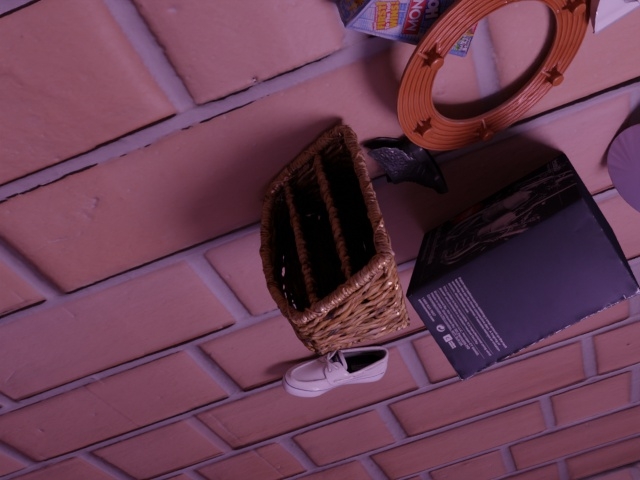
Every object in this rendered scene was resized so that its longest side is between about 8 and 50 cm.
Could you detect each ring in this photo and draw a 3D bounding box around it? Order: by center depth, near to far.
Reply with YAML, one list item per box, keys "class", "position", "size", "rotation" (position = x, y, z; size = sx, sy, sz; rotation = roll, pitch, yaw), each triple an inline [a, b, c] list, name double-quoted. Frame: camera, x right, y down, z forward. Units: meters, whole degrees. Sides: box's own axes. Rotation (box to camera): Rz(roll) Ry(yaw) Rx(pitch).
- class: "ring"
  position: [0.265, -0.257, 1.125]
  size: [0.336, 0.032, 0.336]
  rotation: [-22, 148, -14]

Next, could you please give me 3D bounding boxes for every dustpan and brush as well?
- class: "dustpan and brush"
  position: [0.438, -0.391, 1.050]
  size: [0.147, 0.060, 0.211]
  rotation: [-32, 133, 5]

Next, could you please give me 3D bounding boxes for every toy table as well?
- class: "toy table"
  position: [0.659, -0.127, 1.311]
  size: [0.161, 0.274, 0.252]
  rotation: [-9, 122, -19]

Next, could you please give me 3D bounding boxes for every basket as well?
- class: "basket"
  position: [0.000, 0.000, 1.211]
  size: [0.213, 0.299, 0.223]
  rotation: [-16, 144, 4]

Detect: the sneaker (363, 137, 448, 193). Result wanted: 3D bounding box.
- class: "sneaker"
  position: [0.152, -0.124, 1.308]
  size: [0.089, 0.051, 0.170]
  rotation: [-27, 135, 15]

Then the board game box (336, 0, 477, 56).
- class: "board game box"
  position: [0.128, -0.344, 1.021]
  size: [0.194, 0.060, 0.194]
  rotation: [-4, 140, -14]

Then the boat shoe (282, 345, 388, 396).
- class: "boat shoe"
  position: [0.036, 0.291, 1.755]
  size: [0.258, 0.095, 0.084]
  rotation: [-11, 139, -21]

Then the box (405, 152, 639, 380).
- class: "box"
  position: [0.339, 0.031, 1.303]
  size: [0.312, 0.343, 0.179]
  rotation: [-31, 99, 20]
